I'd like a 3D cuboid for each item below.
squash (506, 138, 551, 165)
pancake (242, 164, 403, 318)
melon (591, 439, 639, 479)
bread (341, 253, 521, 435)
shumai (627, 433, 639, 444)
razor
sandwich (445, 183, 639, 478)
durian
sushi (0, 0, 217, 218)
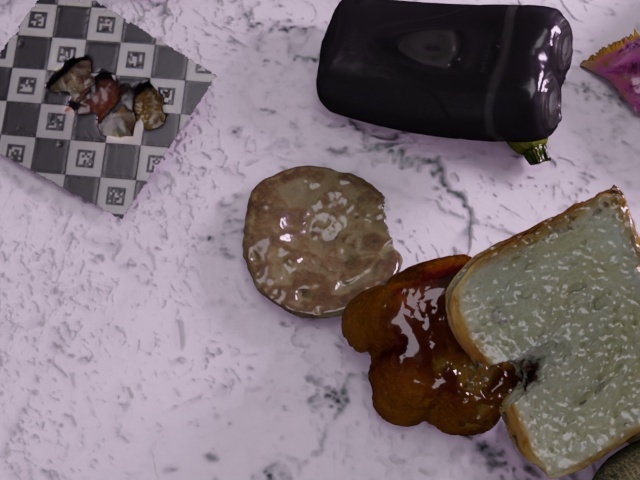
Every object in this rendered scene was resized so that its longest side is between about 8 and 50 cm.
[{"bbox_3d":[0.273,-0.217,1.682,0.069,0.069,0.258,-6,63,-6],"label":"squash"},{"bbox_3d":[0.000,0.000,1.568,0.223,0.042,0.236,-28,65,-17],"label":"pancake"},{"bbox_3d":[0.450,0.342,1.306,0.329,0.248,0.248,10,63,-2],"label":"melon"},{"bbox_3d":[0.170,0.127,1.461,0.247,0.135,0.232,-20,80,-14],"label":"bread"},{"bbox_3d":[0.415,0.181,1.440,0.206,0.166,0.175,-25,74,10],"label":"shumai"},{"bbox_3d":[0.170,-0.244,1.630,0.349,0.113,0.204,10,72,22],"label":"razor"},{"bbox_3d":[0.292,0.109,1.340,0.249,0.095,0.273,-29,84,6],"label":"sandwich"},{"bbox_3d":[0.530,-0.220,1.655,0.154,0.186,0.260,-34,83,-12],"label":"durian"},{"bbox_3d":[-0.327,-0.194,1.646,0.290,0.050,0.264,30,79,9],"label":"sushi"}]
